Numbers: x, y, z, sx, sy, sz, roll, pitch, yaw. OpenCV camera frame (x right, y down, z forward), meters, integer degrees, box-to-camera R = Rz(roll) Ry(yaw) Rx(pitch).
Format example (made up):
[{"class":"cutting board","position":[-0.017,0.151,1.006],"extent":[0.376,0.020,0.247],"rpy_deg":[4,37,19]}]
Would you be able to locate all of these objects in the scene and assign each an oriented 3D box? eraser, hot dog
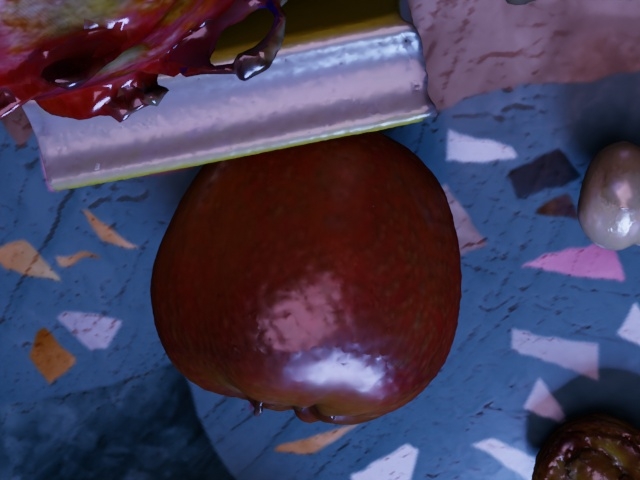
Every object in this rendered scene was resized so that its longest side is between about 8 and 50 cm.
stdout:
[{"class":"eraser","position":[-0.051,-0.104,0.837],"extent":[0.226,0.158,0.069],"rpy_deg":[-10,117,7]},{"class":"hot dog","position":[0.218,0.184,1.013],"extent":[0.147,0.065,0.099],"rpy_deg":[38,101,-12]}]

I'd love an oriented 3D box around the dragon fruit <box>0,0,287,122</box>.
[{"class":"dragon fruit","position":[-0.156,-0.203,0.723],"extent":[0.386,0.370,0.249],"rpy_deg":[-24,147,13]}]

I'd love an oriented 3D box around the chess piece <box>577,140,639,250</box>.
[{"class":"chess piece","position":[0.313,0.005,0.907],"extent":[0.307,0.124,0.139],"rpy_deg":[11,158,2]}]

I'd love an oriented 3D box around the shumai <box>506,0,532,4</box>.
[{"class":"shumai","position":[0.091,-0.227,0.799],"extent":[0.206,0.166,0.176],"rpy_deg":[-8,157,36]}]

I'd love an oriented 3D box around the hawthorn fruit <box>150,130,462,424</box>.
[{"class":"hawthorn fruit","position":[0.000,0.000,0.887],"extent":[0.197,0.196,0.225],"rpy_deg":[11,85,-3]}]
